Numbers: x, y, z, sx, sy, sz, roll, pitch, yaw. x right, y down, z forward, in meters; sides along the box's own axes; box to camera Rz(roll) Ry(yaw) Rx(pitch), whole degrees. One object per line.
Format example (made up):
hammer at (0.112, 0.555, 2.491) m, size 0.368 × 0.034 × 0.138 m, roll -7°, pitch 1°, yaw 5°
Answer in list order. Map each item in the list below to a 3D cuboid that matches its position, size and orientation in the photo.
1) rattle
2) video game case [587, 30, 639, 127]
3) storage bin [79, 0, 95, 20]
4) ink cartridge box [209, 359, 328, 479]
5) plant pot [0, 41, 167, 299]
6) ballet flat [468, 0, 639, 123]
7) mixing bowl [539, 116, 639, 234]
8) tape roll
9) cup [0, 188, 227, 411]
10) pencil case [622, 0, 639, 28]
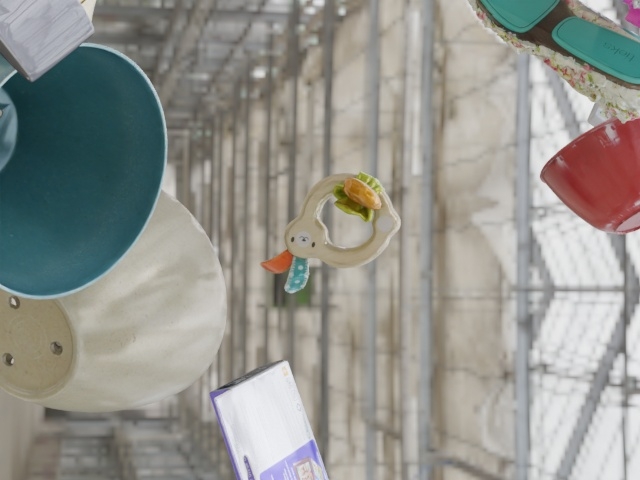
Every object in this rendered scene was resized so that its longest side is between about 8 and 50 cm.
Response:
rattle at (0.000, 0.000, 1.809) m, size 0.130 × 0.200 × 0.143 m, roll 59°, pitch 10°, yaw -16°
video game case at (0.503, -0.190, 2.086) m, size 0.023 × 0.193 × 0.212 m, roll -46°, pitch -169°, yaw 50°
storage bin at (-0.400, -0.379, 1.720) m, size 0.123 × 0.260 × 0.262 m, roll -53°, pitch 173°, yaw -37°
ink cartridge box at (-0.062, 0.259, 1.637) m, size 0.208 × 0.045 × 0.206 m, roll -18°, pitch 89°, yaw -68°
plant pot at (-0.346, -0.101, 1.597) m, size 0.195 × 0.290 × 0.290 m, roll 22°, pitch -63°, yaw 37°
ballet flat at (0.213, -0.186, 1.290) m, size 0.241 × 0.091 × 0.077 m, roll 43°, pitch -21°, yaw 23°
mixing bowl at (0.351, -0.070, 1.588) m, size 0.181 × 0.181 × 0.098 m, roll 114°, pitch -45°, yaw -66°
tape roll at (-0.289, -0.238, 1.189) m, size 0.219 × 0.072 × 0.219 m, roll 48°, pitch -7°, yaw 8°
cup at (-0.323, 0.096, 1.858) m, size 0.237 × 0.331 × 0.331 m, roll -32°, pitch 129°, yaw -61°
pencil case at (0.279, -0.273, 1.160) m, size 0.236 × 0.104 × 0.104 m, roll 53°, pitch 29°, yaw -60°
